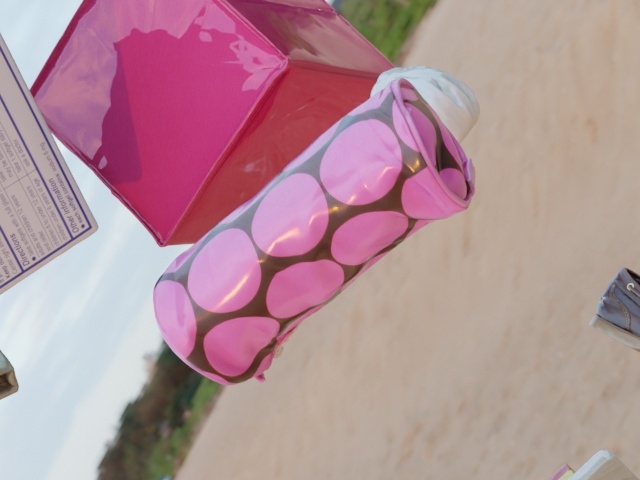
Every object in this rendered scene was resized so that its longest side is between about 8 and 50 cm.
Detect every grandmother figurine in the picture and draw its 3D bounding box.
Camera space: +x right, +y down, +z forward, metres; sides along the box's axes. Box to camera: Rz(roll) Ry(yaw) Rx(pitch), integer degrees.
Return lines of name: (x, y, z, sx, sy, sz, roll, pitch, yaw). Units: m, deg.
grandmother figurine: (0.052, -0.072, 1.388, 0.342, 0.104, 0.208, 139, 148, -66)

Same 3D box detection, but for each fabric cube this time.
fabric cube: (-0.113, -0.167, 1.663, 0.254, 0.259, 0.258, -53, -22, 20)

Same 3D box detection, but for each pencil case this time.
pencil case: (0.000, 0.000, 0.908, 0.209, 0.098, 0.095, -38, 21, 21)

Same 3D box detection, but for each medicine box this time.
medicine box: (-0.406, -0.055, 1.423, 0.289, 0.263, 0.149, -36, 26, -27)

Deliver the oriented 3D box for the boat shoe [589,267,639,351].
boat shoe: (0.357, 0.096, 1.437, 0.073, 0.207, 0.073, -62, -28, 6)

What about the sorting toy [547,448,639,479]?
sorting toy: (0.258, 0.360, 1.459, 0.257, 0.255, 0.089, -44, 15, 5)

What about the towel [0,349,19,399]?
towel: (-0.387, 0.032, 0.887, 0.312, 0.324, 0.056, -11, -48, -42)
